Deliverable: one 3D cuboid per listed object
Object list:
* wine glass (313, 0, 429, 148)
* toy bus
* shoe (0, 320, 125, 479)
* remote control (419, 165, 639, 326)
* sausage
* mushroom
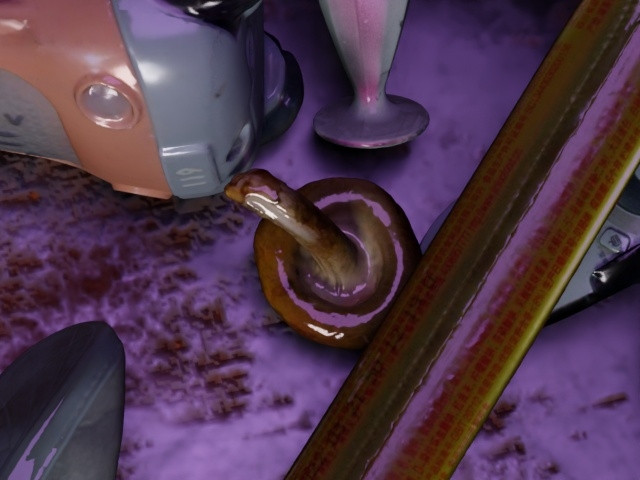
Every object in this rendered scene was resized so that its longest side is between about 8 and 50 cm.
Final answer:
[{"bbox_3d":[0.025,-0.130,0.983,0.073,0.073,0.155,-11,117,-11],"label":"wine glass"},{"bbox_3d":[-0.126,-0.165,0.963,0.232,0.194,0.287,-1,72,0],"label":"toy bus"},{"bbox_3d":[-0.145,0.134,0.926,0.078,0.079,0.195,47,58,-28],"label":"shoe"},{"bbox_3d":[0.166,-0.025,0.992,0.256,0.045,0.097,-27,66,8],"label":"remote control"},{"bbox_3d":[0.099,-0.008,0.943,0.082,0.082,0.371,32,87,4],"label":"sausage"},{"bbox_3d":[-0.004,-0.002,0.975,0.129,0.073,0.088,41,83,-30],"label":"mushroom"}]
